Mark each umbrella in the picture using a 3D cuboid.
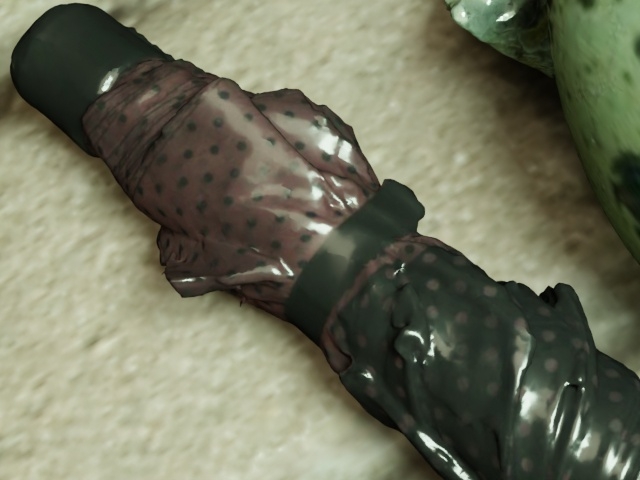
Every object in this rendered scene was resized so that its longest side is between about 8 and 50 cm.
[{"bbox_3d":[0.000,0.000,0.584,0.326,0.090,0.094,39,102,19],"label":"umbrella"}]

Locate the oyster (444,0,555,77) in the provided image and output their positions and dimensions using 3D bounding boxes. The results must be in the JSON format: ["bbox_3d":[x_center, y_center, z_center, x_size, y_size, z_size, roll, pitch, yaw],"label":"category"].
[{"bbox_3d":[0.168,-0.164,0.637,0.252,0.087,0.199,-2,70,-5],"label":"oyster"}]

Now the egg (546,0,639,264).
[{"bbox_3d":[0.174,-0.055,0.516,0.228,0.177,0.177,41,78,-18],"label":"egg"}]
